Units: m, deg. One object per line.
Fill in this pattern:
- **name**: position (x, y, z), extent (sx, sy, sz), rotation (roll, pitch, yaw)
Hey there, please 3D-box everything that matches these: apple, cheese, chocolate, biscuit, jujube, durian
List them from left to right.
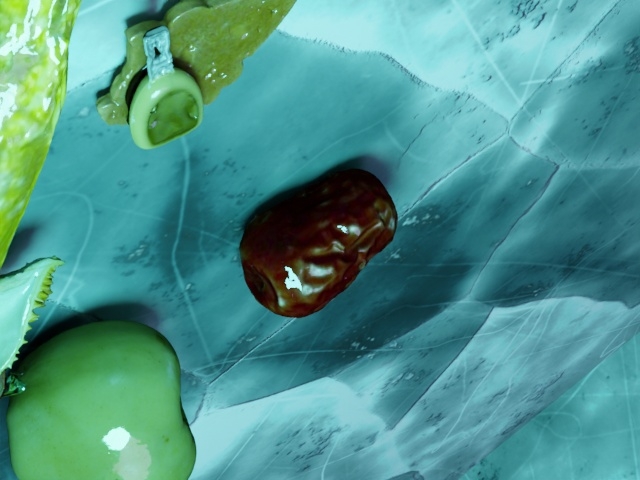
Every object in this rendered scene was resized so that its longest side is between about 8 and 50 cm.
- **durian**: position (-0.407, 0.085, 1.269), extent (0.252, 0.144, 0.139), rotation (-11, 140, -27)
- **chocolate**: position (-0.317, -0.099, 1.064), extent (0.162, 0.162, 0.445), rotation (-1, 136, -44)
- **apple**: position (-0.286, 0.234, 1.511), extent (0.262, 0.262, 0.262), rotation (-25, 149, -16)
- **cheese**: position (-0.164, -0.162, 1.189), extent (0.086, 0.036, 0.162), rotation (-24, 150, -17)
- **biscuit**: position (-0.132, -0.204, 1.220), extent (0.250, 0.035, 0.162), rotation (-31, 155, 2)
- **jujube**: position (0.000, 0.000, 1.541), extent (0.230, 0.155, 0.155), rotation (-35, 151, -12)

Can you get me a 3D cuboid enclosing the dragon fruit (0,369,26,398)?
- **dragon fruit**: position (-0.460, 0.160, 1.365), extent (0.175, 0.138, 0.142), rotation (-14, 117, 25)
